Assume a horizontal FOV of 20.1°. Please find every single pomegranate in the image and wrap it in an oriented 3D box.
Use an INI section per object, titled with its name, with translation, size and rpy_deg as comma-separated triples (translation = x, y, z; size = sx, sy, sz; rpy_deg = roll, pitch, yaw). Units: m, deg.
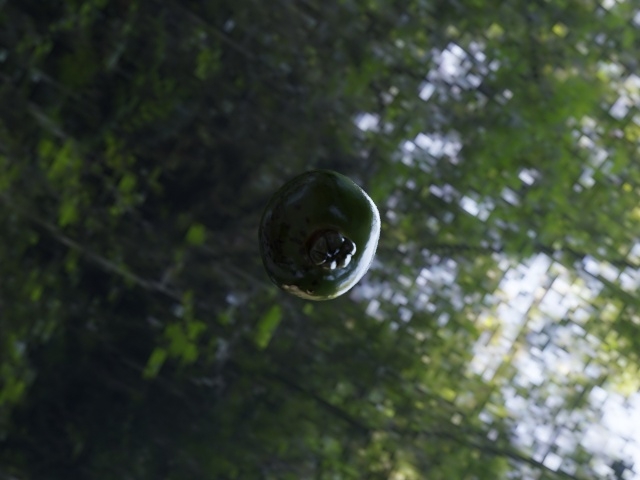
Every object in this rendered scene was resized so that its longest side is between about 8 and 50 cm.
[pomegranate]
translation = -0.003, 0.003, 0.999
size = 0.073, 0.073, 0.084
rpy_deg = -35, -158, 30
